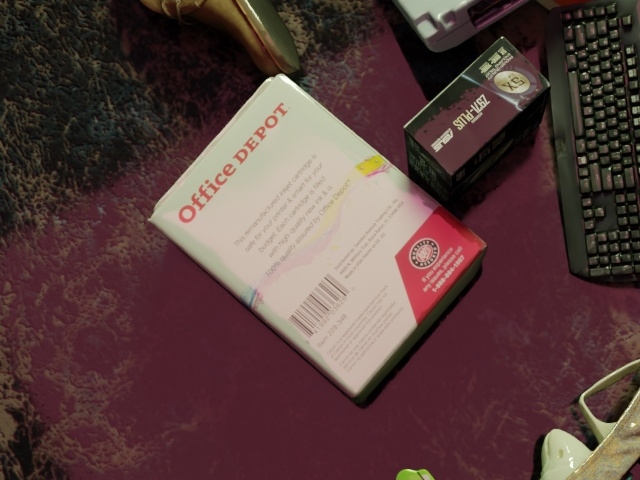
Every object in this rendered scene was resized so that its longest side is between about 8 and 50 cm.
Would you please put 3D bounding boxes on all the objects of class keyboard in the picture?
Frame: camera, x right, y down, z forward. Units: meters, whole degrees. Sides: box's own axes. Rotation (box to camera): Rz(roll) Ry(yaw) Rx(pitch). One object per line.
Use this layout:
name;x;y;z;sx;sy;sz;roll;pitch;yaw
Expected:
keyboard;0.360;-0.115;1.638;0.201;0.033;0.317;-7;91;19

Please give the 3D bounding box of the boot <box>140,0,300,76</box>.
boot;-0.133;-0.277;1.704;0.115;0.112;0.305;-41;62;7

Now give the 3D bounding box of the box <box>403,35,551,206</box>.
box;0.171;-0.127;1.626;0.147;0.180;0.077;-42;80;-3

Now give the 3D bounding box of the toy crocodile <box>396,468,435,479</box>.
toy crocodile;0.185;0.387;1.575;0.105;0.115;0.340;-37;80;-1

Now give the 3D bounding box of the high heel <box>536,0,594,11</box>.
high heel;0.431;-0.322;1.704;0.377;0.127;0.181;9;44;14

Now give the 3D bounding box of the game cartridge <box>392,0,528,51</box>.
game cartridge;0.208;-0.349;1.674;0.294;0.060;0.196;-32;49;3

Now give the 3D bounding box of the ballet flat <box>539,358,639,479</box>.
ballet flat;0.304;0.223;1.589;0.106;0.107;0.316;40;67;14

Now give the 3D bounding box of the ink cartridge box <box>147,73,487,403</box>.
ink cartridge box;0.000;0.000;1.644;0.306;0.131;0.226;41;86;11
